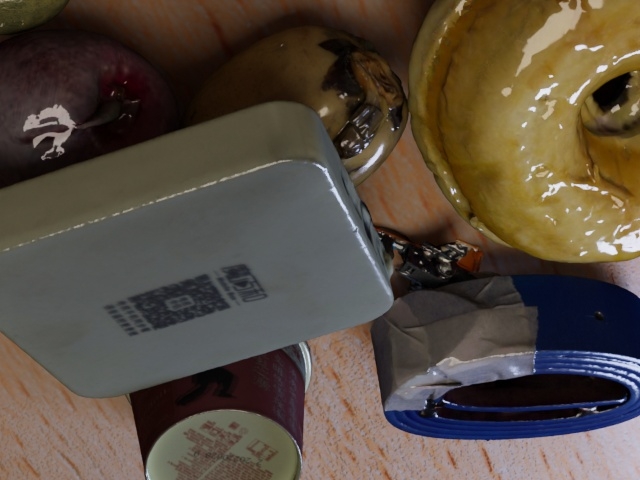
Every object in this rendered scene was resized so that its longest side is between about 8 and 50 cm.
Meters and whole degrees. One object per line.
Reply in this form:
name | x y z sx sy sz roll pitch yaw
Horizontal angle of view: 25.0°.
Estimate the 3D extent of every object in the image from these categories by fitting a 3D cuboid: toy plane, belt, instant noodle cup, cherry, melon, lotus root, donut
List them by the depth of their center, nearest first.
melon | -0.303 -0.247 1.391 0.131 0.098 0.098 -1 125 -3
cherry | -0.250 -0.115 1.424 0.213 0.266 0.183 19 81 -45
donut | 0.296 -0.168 1.466 0.449 0.198 0.448 -8 131 -10
lotus root | -0.058 -0.104 1.490 0.310 0.182 0.183 -27 125 25
toy plane | 0.110 0.023 1.667 0.188 0.062 0.135 17 145 -17
instant noodle cup | -0.119 0.207 1.689 0.235 0.178 0.234 -3 125 -4
belt | 0.236 0.142 1.701 0.347 0.117 0.212 1 145 -13

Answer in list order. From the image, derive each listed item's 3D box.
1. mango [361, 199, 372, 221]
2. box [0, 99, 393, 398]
mango | 0.006 0.002 1.609 0.115 0.089 0.165 6 133 -30
box | -0.133 0.021 1.418 0.373 0.090 0.367 -18 152 6
